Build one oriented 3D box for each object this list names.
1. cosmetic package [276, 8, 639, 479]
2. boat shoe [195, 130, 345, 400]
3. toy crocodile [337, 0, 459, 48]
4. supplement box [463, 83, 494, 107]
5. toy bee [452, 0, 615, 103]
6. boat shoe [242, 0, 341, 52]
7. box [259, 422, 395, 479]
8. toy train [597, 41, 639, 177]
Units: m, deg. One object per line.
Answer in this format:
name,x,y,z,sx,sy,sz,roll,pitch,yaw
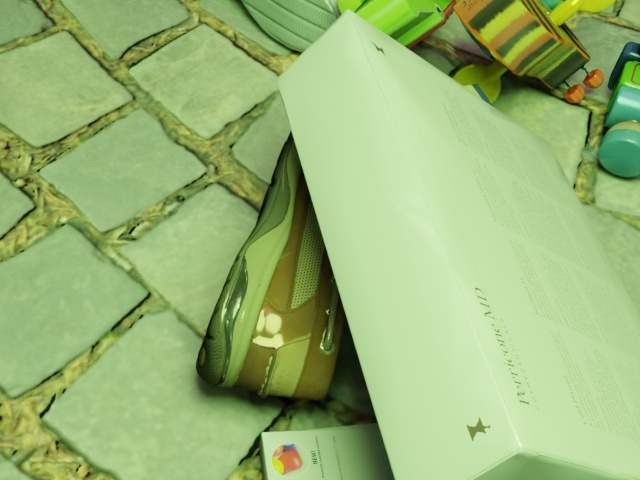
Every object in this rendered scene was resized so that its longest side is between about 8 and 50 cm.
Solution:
cosmetic package,0.132,0.031,0.698,0.284,0.097,0.377,26,37,-41
boat shoe,0.000,0.000,0.794,0.120,0.122,0.324,21,56,-1
toy crocodile,0.101,-0.262,0.970,0.105,0.115,0.340,52,25,-13
supplement box,0.122,-0.098,0.902,0.083,0.083,0.056,-15,55,-19
toy bee,0.241,-0.219,0.973,0.162,0.195,0.298,49,46,0
boat shoe,-0.055,-0.320,1.045,0.094,0.109,0.302,-26,61,-38
box,0.056,0.204,0.675,0.186,0.038,0.145,-3,51,-12
toy train,0.413,-0.105,0.946,0.248,0.105,0.143,21,61,9
